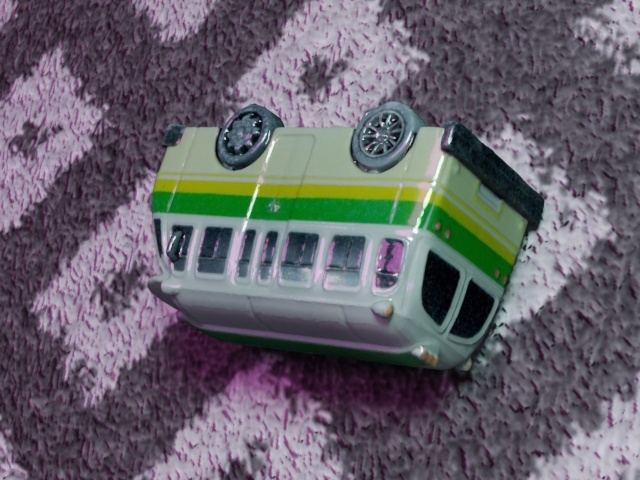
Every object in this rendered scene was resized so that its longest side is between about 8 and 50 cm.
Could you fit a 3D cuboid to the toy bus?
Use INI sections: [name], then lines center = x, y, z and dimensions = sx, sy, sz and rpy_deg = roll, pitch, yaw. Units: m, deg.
[toy bus]
center = 0.000, 0.000, 1.033
dimensions = 0.276, 0.133, 0.164
rpy_deg = 3, 67, 40
